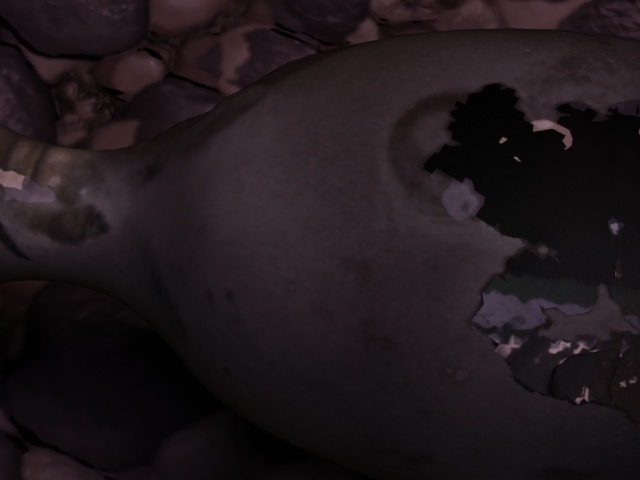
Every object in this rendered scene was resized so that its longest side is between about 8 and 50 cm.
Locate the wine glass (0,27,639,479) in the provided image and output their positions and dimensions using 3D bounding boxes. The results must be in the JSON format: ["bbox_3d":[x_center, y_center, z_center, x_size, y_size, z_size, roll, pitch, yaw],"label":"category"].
[{"bbox_3d":[-0.002,0.001,0.560,0.357,0.190,0.190,7,55,4],"label":"wine glass"}]
